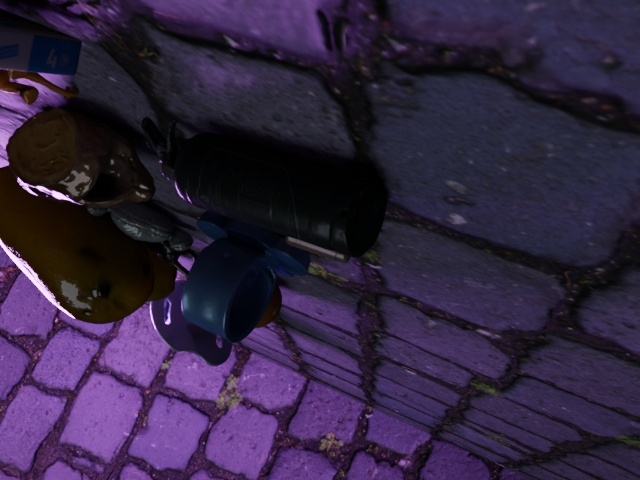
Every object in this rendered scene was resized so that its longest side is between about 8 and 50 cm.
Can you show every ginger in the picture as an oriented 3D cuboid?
[{"bbox_3d":[-0.362,-0.113,1.085,0.275,0.130,0.221,16,172,26],"label":"ginger"}]

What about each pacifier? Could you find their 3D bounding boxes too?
[{"bbox_3d":[-0.314,0.199,1.927,0.233,0.244,0.299,-25,141,29],"label":"pacifier"}]

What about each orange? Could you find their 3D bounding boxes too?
[{"bbox_3d":[-0.158,0.122,1.500,0.156,0.124,0.156,27,163,9],"label":"orange"}]

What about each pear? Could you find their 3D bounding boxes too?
[{"bbox_3d":[-0.419,0.072,1.691,0.162,0.149,0.149,20,166,-20],"label":"pear"}]

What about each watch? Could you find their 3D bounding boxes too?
[{"bbox_3d":[-0.138,0.071,1.186,0.211,0.193,0.211,25,163,8],"label":"watch"}]

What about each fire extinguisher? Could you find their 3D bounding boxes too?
[{"bbox_3d":[-0.081,-0.072,0.844,0.311,0.095,0.114,17,139,25],"label":"fire extinguisher"}]

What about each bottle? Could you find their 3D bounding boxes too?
[{"bbox_3d":[0.000,0.000,1.026,0.096,0.045,0.045,21,163,13],"label":"bottle"}]

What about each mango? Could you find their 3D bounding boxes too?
[{"bbox_3d":[-0.535,-0.010,1.482,0.445,0.220,0.301,41,175,21],"label":"mango"}]

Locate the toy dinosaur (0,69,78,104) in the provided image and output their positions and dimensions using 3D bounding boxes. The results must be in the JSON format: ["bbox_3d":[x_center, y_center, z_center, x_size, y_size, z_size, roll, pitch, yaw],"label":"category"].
[{"bbox_3d":[-0.402,-0.208,0.839,0.117,0.070,0.288,31,-164,7],"label":"toy dinosaur"}]

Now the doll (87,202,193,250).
[{"bbox_3d":[-0.350,-0.039,1.384,0.214,0.071,0.103,23,-170,-21],"label":"doll"}]

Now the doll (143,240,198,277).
[{"bbox_3d":[-0.341,-0.002,1.499,0.139,0.057,0.165,28,164,45],"label":"doll"}]

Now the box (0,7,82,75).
[{"bbox_3d":[-0.426,-0.226,0.685,0.265,0.048,0.273,24,-163,22],"label":"box"}]
